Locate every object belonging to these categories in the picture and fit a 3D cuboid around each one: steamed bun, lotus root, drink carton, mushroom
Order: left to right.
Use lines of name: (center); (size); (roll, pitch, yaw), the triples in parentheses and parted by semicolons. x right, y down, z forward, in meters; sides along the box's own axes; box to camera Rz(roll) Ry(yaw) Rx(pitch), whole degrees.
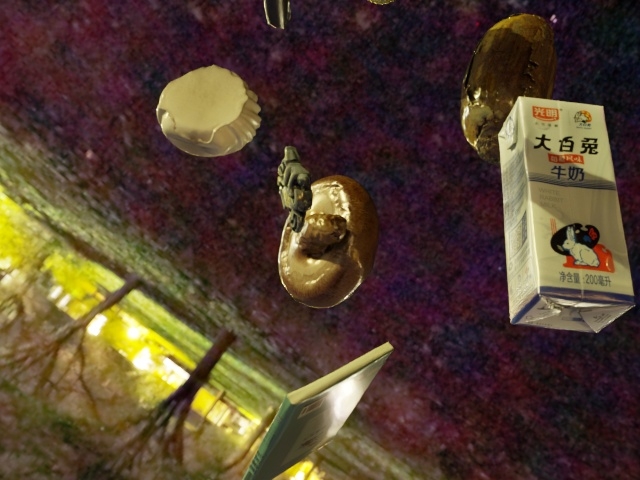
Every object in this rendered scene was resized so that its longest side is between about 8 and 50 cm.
steamed bun: (-0.194, -0.220, 1.204); (0.183, 0.183, 0.106); (32, 154, 16)
mushroom: (0.018, 0.009, 1.772); (0.239, 0.345, 0.345); (42, 163, -19)
lotus root: (0.417, -0.340, 1.502); (0.196, 0.397, 0.179); (-1, 146, 34)
drink carton: (0.326, -0.043, 0.923); (0.131, 0.315, 0.106); (7, 153, -4)

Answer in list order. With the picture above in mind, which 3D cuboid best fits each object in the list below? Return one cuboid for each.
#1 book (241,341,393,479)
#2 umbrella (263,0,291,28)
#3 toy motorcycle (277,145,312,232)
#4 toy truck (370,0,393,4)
book: (-0.015, 0.362, 1.348); (0.031, 0.264, 0.379); (49, 137, 25)
umbrella: (-0.069, -0.405, 0.861); (0.118, 0.118, 0.340); (32, 159, 16)
toy motorcycle: (-0.054, -0.120, 1.486); (0.061, 0.193, 0.124); (0, 151, -22)
toy truck: (0.056, -0.653, 1.427); (0.405, 0.181, 0.254); (37, 152, 27)
